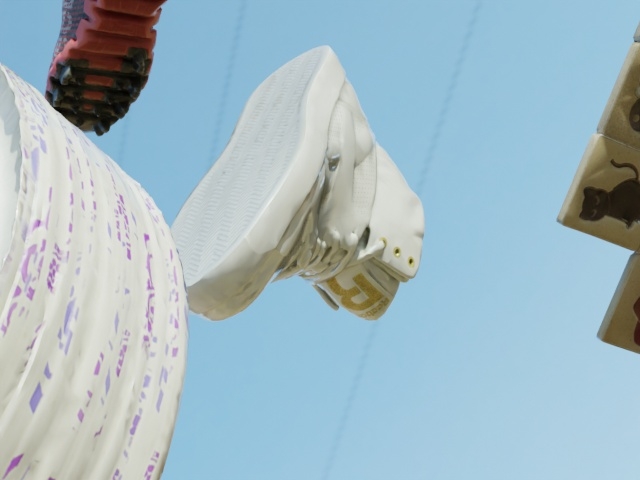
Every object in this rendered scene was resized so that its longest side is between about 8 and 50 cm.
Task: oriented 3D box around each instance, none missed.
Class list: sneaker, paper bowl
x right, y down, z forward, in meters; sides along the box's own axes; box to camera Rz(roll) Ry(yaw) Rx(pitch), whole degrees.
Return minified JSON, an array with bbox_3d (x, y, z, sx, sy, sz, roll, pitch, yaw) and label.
[{"bbox_3d":[-0.213,-0.230,1.579,0.098,0.135,0.276,8,-52,-24],"label":"sneaker"},{"bbox_3d":[-0.194,0.049,0.519,0.284,0.284,0.148,-45,-52,-2],"label":"paper bowl"},{"bbox_3d":[0.000,0.000,1.071,0.108,0.169,0.292,-23,23,29],"label":"sneaker"}]

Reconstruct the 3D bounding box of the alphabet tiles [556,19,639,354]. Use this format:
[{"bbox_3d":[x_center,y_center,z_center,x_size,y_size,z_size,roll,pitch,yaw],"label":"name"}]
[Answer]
[{"bbox_3d":[0.316,-0.039,0.976,0.342,0.011,0.285,18,-82,-24],"label":"alphabet tiles"}]
